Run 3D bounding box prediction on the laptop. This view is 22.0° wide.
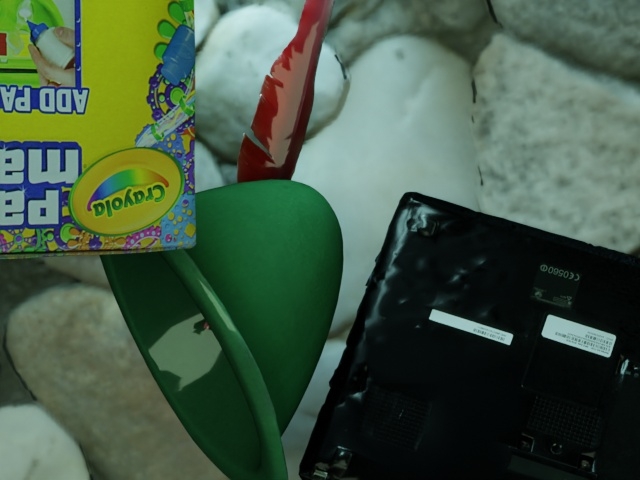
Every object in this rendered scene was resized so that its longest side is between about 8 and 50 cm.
[{"bbox_3d":[0.111,0.144,0.849,0.234,0.136,0.264,17,66,10],"label":"laptop"}]

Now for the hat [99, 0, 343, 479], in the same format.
[{"bbox_3d":[0.000,0.000,0.839,0.183,0.173,0.208,-30,129,-20],"label":"hat"}]

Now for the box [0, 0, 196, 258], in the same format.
[{"bbox_3d":[-0.210,-0.134,0.763,0.290,0.177,0.279,1,93,48],"label":"box"}]
